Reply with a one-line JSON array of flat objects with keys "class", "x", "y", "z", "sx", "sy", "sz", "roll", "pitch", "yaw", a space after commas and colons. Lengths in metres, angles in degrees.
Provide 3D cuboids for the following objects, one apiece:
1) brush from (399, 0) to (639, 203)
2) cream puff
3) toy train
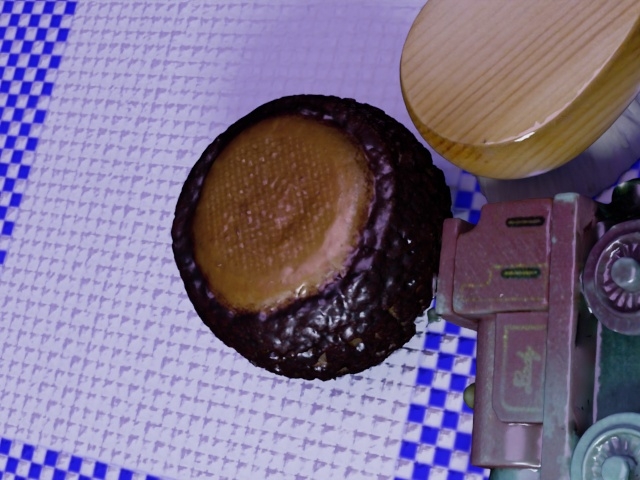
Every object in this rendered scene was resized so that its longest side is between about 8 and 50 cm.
[{"class": "brush", "x": 0.201, "y": -0.144, "z": 1.063, "sx": 0.267, "sy": 0.166, "sz": 0.174, "roll": -39, "pitch": 57, "yaw": 14}, {"class": "cream puff", "x": 0.000, "y": 0.000, "z": 1.134, "sx": 0.239, "sy": 0.165, "sz": 0.239, "roll": -10, "pitch": 69, "yaw": 27}, {"class": "toy train", "x": 0.195, "y": 0.107, "z": 1.006, "sx": 0.222, "sy": 0.150, "sz": 0.304, "roll": -6, "pitch": 73, "yaw": 38}]
